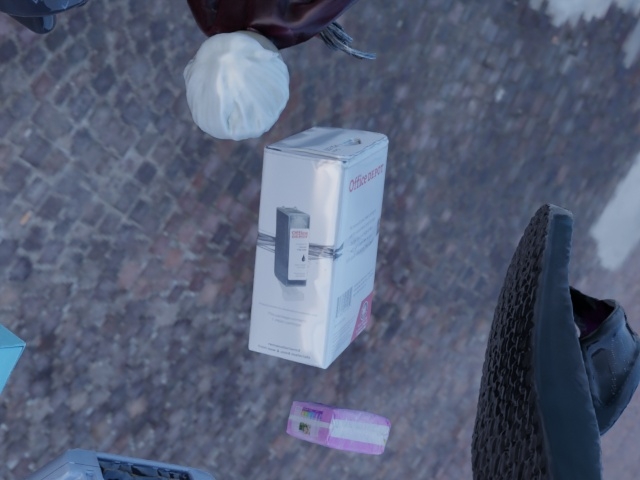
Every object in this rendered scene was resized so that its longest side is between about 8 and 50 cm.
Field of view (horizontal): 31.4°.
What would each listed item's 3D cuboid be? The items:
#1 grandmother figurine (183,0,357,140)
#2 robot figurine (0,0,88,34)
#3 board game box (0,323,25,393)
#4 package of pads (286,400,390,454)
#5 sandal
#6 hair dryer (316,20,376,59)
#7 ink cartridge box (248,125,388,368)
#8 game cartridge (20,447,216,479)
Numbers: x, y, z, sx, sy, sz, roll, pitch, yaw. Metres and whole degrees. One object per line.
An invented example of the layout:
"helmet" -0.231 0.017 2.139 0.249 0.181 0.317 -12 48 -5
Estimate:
"grandmother figurine" -0.033 -0.233 1.026 0.104 0.208 0.342 48 48 -39
"robot figurine" -0.311 -0.352 1.214 0.278 0.174 0.209 102 -12 -56
"board game box" -0.415 0.174 0.882 0.253 0.079 0.336 -62 157 10
"package of pads" 0.013 0.142 0.866 0.050 0.083 0.032 16 80 -22
"sandal" 0.190 0.141 0.886 0.445 0.107 0.167 -78 -173 -51
"hair dryer" -0.073 -0.324 1.538 0.080 0.293 0.223 -48 135 -9
"ink cartridge box" 0.000 0.000 1.181 0.158 0.092 0.217 -35 135 -67
"game cartridge" -0.283 0.337 1.409 0.198 0.062 0.297 -31 151 19
